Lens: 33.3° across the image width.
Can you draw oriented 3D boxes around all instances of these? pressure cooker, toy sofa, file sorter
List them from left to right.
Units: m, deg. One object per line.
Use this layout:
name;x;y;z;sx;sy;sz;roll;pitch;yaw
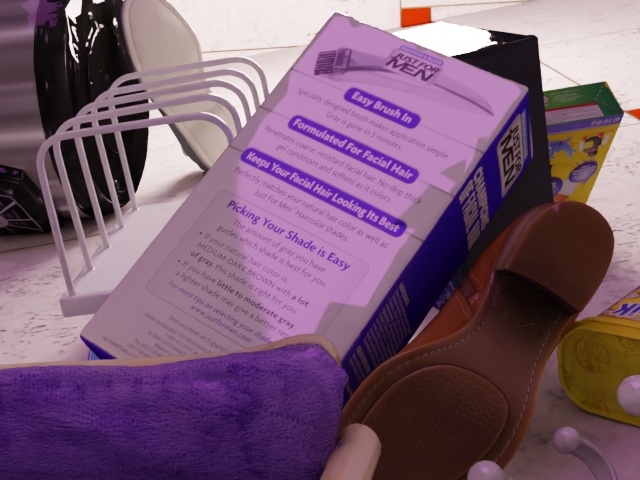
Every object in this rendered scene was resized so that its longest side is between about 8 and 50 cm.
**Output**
pressure cooker;-0.494;-0.197;1.560;0.420;0.370;0.375;-3;16;9
toy sofa;-0.151;0.169;0.624;0.362;0.177;0.150;-3;19;16
file sorter;-0.144;-0.065;1.060;0.193;0.173;0.278;-8;19;7

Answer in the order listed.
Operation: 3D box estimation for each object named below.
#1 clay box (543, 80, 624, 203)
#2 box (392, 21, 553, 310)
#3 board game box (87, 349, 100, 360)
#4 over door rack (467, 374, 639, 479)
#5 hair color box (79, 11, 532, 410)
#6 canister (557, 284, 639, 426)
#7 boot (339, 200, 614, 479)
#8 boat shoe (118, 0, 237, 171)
clay box;0.226;-0.066;1.137;0.127;0.222;0.053;-10;54;-12
box;0.133;-0.066;1.031;0.103;0.261;0.184;-17;20;-20
board game box;-0.093;0.066;1.041;0.233;0.078;0.347;-11;19;-4
over door rack;0.174;0.130;0.522;0.239;0.108;0.324;-39;0;34
hair color box;0.000;0.000;0.825;0.185;0.110;0.339;28;72;26
canister;0.283;0.076;0.838;0.126;0.073;0.170;9;25;43
boot;0.105;0.091;0.804;0.109;0.283;0.220;33;-4;6
boat shoe;-0.227;-0.238;1.640;0.116;0.319;0.099;-45;36;-22
